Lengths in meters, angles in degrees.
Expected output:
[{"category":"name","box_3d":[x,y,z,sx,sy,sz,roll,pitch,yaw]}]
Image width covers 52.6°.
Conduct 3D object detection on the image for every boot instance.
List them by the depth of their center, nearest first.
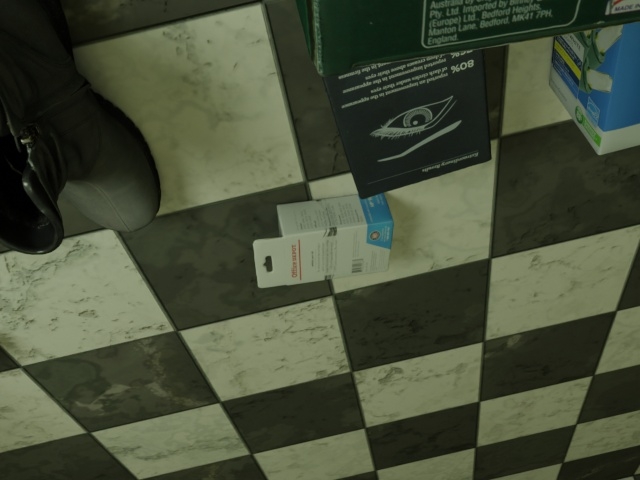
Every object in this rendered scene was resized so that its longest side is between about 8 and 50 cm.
[{"category":"boot","box_3d":[-0.249,-0.066,0.597,0.118,0.222,0.338,-18,139,5]}]

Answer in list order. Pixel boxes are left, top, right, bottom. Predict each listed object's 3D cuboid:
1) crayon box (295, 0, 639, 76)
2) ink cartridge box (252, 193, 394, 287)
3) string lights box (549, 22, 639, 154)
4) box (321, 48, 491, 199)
[{"category":"crayon box","box_3d":[0.064,-0.240,0.407,0.202,0.318,0.081,-11,139,-4]},{"category":"ink cartridge box","box_3d":[0.000,0.000,0.859,0.180,0.060,0.104,-7,140,-7]},{"category":"string lights box","box_3d":[0.291,-0.226,0.621,0.077,0.133,0.259,-15,139,2]},{"category":"box","box_3d":[0.081,-0.162,0.660,0.153,0.108,0.207,-16,140,4]}]
